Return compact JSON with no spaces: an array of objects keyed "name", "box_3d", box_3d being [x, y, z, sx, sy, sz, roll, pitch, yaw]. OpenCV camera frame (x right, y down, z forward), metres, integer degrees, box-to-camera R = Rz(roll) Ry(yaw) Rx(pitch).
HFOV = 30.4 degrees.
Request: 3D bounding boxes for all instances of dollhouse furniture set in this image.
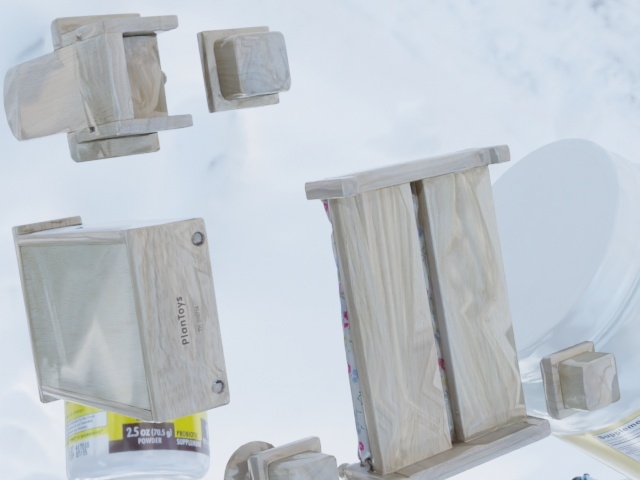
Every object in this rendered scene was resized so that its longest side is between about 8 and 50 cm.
[{"name":"dollhouse furniture set","box_3d":[0.000,0.000,0.772,0.355,0.303,0.173,-12,-174,-35]}]

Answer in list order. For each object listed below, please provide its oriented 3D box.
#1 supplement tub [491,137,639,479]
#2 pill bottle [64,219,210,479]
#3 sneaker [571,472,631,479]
[{"name":"supplement tub","box_3d":[0.289,0.082,0.999,0.331,0.241,0.241,30,138,-24]},{"name":"pill bottle","box_3d":[-0.156,0.096,0.984,0.117,0.215,0.117,-6,160,-2]},{"name":"sneaker","box_3d":[0.354,0.316,1.486,0.162,0.073,0.063,6,114,-54]}]
